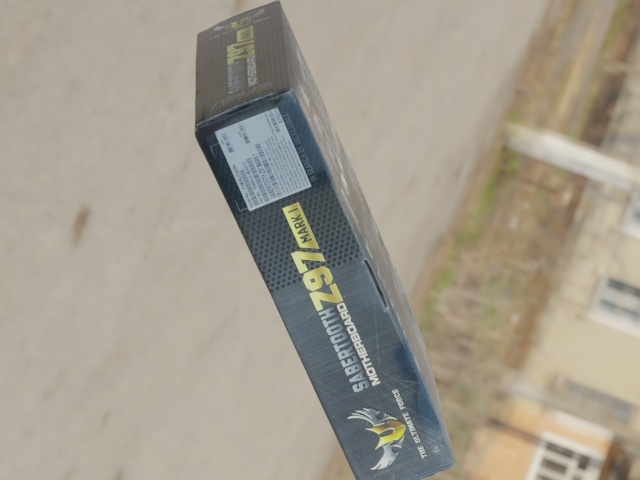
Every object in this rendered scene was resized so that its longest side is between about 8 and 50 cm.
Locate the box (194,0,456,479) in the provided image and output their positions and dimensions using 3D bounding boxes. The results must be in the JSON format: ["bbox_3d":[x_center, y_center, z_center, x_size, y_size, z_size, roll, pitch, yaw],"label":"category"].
[{"bbox_3d":[0.000,0.000,1.032,0.183,0.059,0.232,-97,165,-68],"label":"box"}]
